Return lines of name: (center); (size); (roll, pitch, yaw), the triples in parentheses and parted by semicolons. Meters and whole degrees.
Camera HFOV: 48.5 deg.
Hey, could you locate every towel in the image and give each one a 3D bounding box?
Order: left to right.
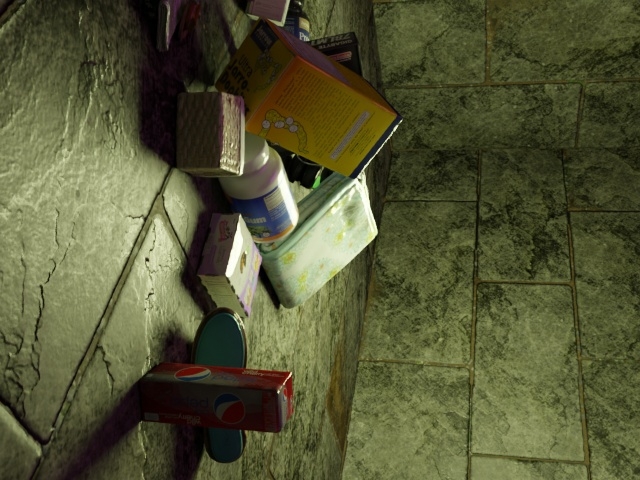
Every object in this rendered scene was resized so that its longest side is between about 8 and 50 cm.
towel: (-0.270, -0.436, 1.320); (0.113, 0.023, 0.152); (112, -7, -51)
towel: (0.000, 0.000, 2.030); (0.374, 0.090, 0.320); (-41, 145, -15)

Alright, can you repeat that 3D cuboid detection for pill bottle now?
pill bottle: (-0.150, -0.127, 1.650); (0.272, 0.152, 0.152); (72, 24, -52)
pill bottle: (-0.091, -0.551, 1.922); (0.123, 0.123, 0.219); (10, 79, -76)

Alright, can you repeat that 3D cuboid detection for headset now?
headset: (0.026, -0.224, 2.137); (0.185, 0.243, 0.394); (-63, 160, -7)

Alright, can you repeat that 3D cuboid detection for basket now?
basket: (-0.224, -0.215, 1.428); (0.103, 0.113, 0.167); (2, 89, -72)

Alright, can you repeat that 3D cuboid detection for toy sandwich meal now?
toy sandwich meal: (-0.254, -0.428, 1.390); (0.085, 0.029, 0.085); (-163, -90, -81)

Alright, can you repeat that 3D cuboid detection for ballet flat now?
ballet flat: (-0.215, 0.303, 1.534); (0.123, 0.123, 0.348); (-38, 127, -73)

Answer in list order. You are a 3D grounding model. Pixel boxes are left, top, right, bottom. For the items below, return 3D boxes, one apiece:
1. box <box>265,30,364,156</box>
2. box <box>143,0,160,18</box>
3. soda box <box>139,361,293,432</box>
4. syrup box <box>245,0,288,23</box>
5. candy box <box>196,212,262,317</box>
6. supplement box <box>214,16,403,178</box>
box: (-0.031, -0.365, 1.823); (0.293, 0.296, 0.073); (78, 1, -47)
box: (-0.299, -0.452, 1.289); (0.067, 0.018, 0.083); (77, 19, -45)
soda box: (-0.186, 0.282, 1.286); (0.092, 0.263, 0.083); (-41, 132, -71)
syrup box: (-0.110, -0.659, 1.746); (0.093, 0.096, 0.236); (-95, -162, -79)
candy box: (-0.203, 0.058, 1.617); (0.196, 0.070, 0.164); (72, 23, -55)
supplement box: (-0.024, -0.314, 1.619); (0.357, 0.195, 0.194); (20, 27, -43)
